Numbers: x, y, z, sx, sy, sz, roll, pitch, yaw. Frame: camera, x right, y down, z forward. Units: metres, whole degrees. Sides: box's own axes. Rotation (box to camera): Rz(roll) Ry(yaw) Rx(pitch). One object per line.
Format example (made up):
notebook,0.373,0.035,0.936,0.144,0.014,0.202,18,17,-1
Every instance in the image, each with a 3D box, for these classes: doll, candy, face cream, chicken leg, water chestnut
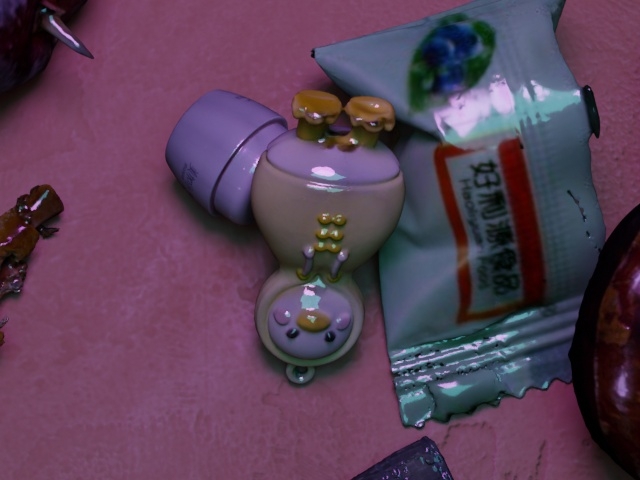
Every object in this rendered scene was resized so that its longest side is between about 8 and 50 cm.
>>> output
doll,0.002,0.006,1.355,0.141,0.117,0.296,2,110,-11
candy,0.157,-0.040,1.426,0.262,0.172,0.398,-13,97,3
face cream,-0.082,-0.081,1.420,0.104,0.117,0.117,38,76,15
chicken leg,-0.317,0.031,1.392,0.101,0.085,0.207,27,64,38
water chestnut,0.369,0.097,1.306,0.300,0.300,0.300,1,76,-4

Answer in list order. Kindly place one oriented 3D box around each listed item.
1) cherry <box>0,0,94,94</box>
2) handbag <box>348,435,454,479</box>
cherry,-0.336,-0.258,1.398,0.296,0.218,0.255,29,75,15
handbag,0.081,0.327,1.350,0.175,0.089,0.270,-16,77,-16
